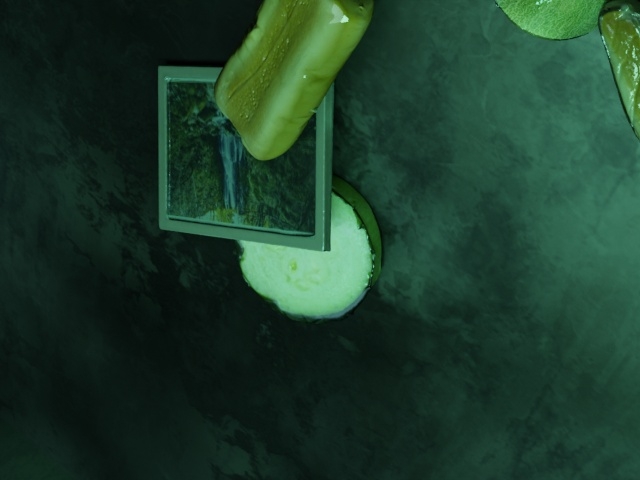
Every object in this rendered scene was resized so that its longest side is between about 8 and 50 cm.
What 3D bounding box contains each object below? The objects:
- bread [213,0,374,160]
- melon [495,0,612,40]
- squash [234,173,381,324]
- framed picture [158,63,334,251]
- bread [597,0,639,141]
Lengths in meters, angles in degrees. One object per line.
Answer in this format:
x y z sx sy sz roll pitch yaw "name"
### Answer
-0.030 -0.229 1.752 0.142 0.091 0.305 54 138 16 "bread"
0.233 -0.278 1.470 0.160 0.079 0.128 48 146 -2 "melon"
0.000 -0.004 1.986 0.220 0.133 0.220 14 120 26 "squash"
-0.107 -0.117 1.935 0.324 0.020 0.240 9 102 41 "framed picture"
0.348 -0.157 1.494 0.073 0.053 0.214 -8 116 44 "bread"
